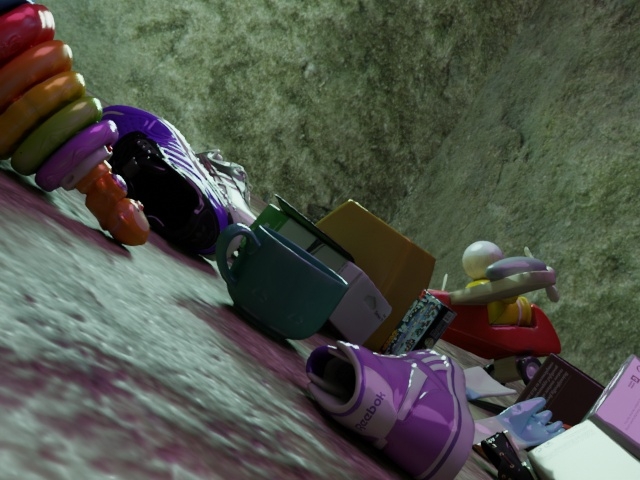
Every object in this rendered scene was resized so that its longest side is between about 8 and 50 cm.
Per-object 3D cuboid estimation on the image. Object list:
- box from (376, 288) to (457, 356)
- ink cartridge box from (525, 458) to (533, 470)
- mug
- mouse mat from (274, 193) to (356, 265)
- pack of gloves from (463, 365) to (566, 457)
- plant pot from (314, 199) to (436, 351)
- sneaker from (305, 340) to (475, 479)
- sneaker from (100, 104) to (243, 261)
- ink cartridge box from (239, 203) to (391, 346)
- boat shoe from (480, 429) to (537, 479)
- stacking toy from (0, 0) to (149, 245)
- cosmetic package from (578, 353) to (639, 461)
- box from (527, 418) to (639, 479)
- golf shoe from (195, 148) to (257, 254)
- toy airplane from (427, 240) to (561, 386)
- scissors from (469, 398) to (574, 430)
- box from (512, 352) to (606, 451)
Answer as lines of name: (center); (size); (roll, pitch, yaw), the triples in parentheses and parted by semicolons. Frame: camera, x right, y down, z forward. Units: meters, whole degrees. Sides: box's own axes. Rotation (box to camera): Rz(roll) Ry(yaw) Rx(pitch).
box: (0.133, 0.142, 1.381); (0.027, 0.137, 0.094); (34, 2, -17)
ink cartridge box: (0.363, 0.361, 1.476); (0.083, 0.028, 0.048); (34, 2, -25)
mug: (-0.057, 0.049, 1.123); (0.158, 0.097, 0.129); (34, 3, 0)
mouse mat: (0.000, 0.000, 1.456); (0.152, 0.007, 0.189); (39, -8, 16)
pack of gloves: (0.248, 0.232, 1.401); (0.232, 0.046, 0.195); (1, 27, -47)
plant pot: (0.074, 0.056, 1.635); (0.212, 0.187, 0.212); (36, 3, 28)
sneaker: (0.063, 0.142, 0.987); (0.161, 0.102, 0.282); (32, 3, -3)
sneaker: (-0.231, -0.097, 1.297); (0.293, 0.102, 0.146); (44, 10, 21)
ink cartridge box: (-0.008, 0.056, 1.454); (0.208, 0.087, 0.153); (36, -9, 34)
boat shoe: (0.239, 0.289, 1.174); (0.133, 0.042, 0.049); (-119, -169, -55)
stacking toy: (-0.284, -0.113, 1.016); (0.302, 0.166, 0.175); (49, -2, -5)
cosmetic package: (0.505, 0.348, 1.269); (0.365, 0.197, 0.155); (36, 47, 18)
box: (0.329, 0.304, 1.042); (0.113, 0.094, 0.275); (63, -2, -10)
golf shoe: (-0.156, -0.073, 1.596); (0.273, 0.120, 0.105); (39, -25, 36)
toy airplane: (0.288, 0.118, 1.924); (0.386, 0.272, 0.384); (7, -24, 20)
scissors: (0.367, 0.286, 1.461); (0.297, 0.109, 0.021); (33, 29, 21)
box: (0.447, 0.319, 1.743); (0.167, 0.168, 0.203); (36, 3, 17)
